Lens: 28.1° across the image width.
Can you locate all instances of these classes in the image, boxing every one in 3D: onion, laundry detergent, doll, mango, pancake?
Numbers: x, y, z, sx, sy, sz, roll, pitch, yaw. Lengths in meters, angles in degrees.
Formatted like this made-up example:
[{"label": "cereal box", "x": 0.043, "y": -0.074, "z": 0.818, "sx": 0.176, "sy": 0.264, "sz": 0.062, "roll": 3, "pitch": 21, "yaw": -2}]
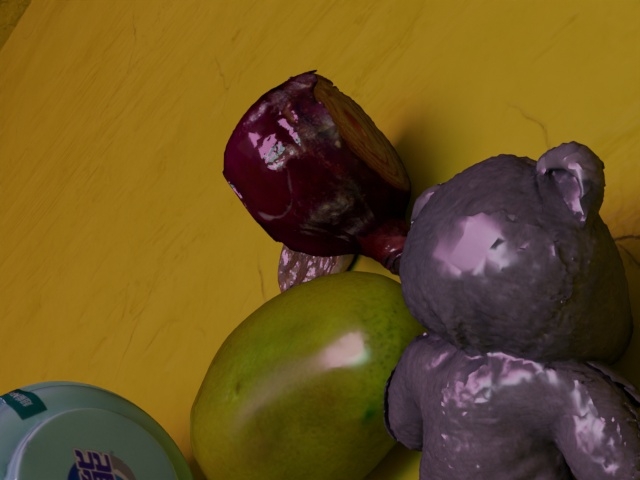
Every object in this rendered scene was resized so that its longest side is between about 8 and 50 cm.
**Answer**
[{"label": "onion", "x": 0.012, "y": -0.040, "z": 1.166, "sx": 0.140, "sy": 0.195, "sz": 0.218, "roll": -38, "pitch": 76, "yaw": 6}, {"label": "laundry detergent", "x": -0.293, "y": 0.317, "z": 1.347, "sx": 0.305, "sy": 0.287, "sz": 0.287, "roll": -42, "pitch": 37, "yaw": 44}, {"label": "doll", "x": 0.140, "y": 0.106, "z": 0.866, "sx": 0.246, "sy": 0.158, "sz": 0.340, "roll": 0, "pitch": 100, "yaw": 57}, {"label": "mango", "x": -0.002, "y": 0.121, "z": 1.089, "sx": 0.273, "sy": 0.149, "sz": 0.185, "roll": -44, "pitch": 28, "yaw": 31}, {"label": "pancake", "x": -0.001, "y": -0.001, "z": 1.313, "sx": 0.151, "sy": 0.025, "sz": 0.152, "roll": -43, "pitch": 37, "yaw": 44}]
